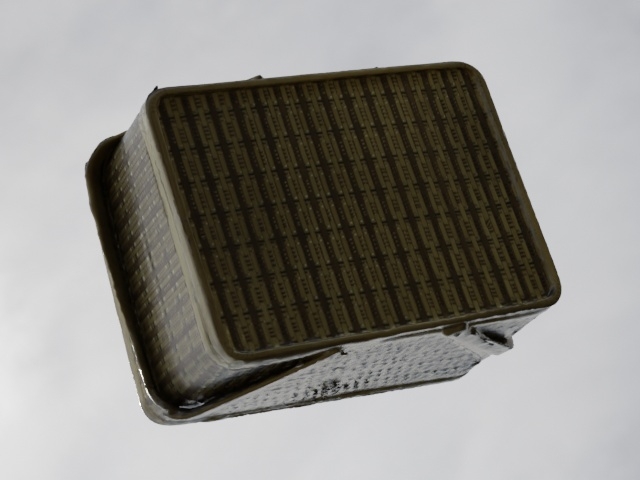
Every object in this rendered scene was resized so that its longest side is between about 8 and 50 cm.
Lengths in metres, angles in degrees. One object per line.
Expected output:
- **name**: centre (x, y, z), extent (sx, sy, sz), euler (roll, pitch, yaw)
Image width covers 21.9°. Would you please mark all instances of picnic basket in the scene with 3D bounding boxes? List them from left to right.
- **picnic basket**: centre (0.000, 0.000, 0.638), extent (0.164, 0.079, 0.115), euler (-8, -112, -29)
